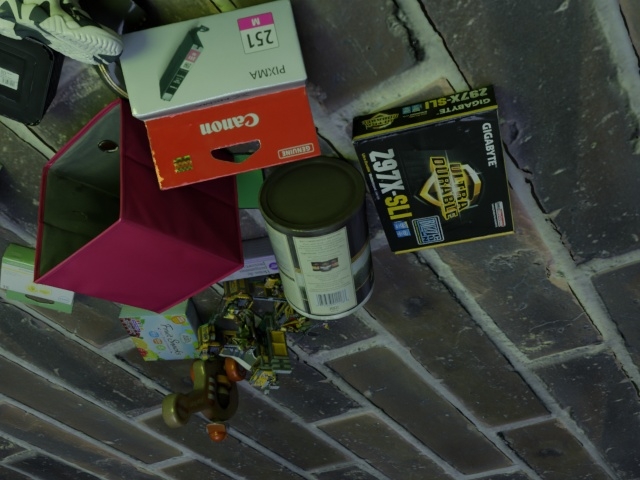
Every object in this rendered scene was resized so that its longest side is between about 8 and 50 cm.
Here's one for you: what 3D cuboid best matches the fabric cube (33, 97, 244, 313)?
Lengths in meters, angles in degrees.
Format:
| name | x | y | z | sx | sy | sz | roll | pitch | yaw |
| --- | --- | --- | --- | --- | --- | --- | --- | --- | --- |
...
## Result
| name | x | y | z | sx | sy | sz | roll | pitch | yaw |
| --- | --- | --- | --- | --- | --- | --- | --- | --- | --- |
| fabric cube | -0.324 | -0.048 | 1.110 | 0.254 | 0.258 | 0.258 | -30 | 145 | 31 |

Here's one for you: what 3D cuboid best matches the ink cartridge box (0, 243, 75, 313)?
| name | x | y | z | sx | sy | sz | roll | pitch | yaw |
| --- | --- | --- | --- | --- | --- | --- | --- | --- | --- |
| ink cartridge box | -0.692 | 0.117 | 1.513 | 0.171 | 0.056 | 0.235 | 17 | 134 | -16 |

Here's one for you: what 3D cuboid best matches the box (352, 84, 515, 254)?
| name | x | y | z | sx | sy | sz | roll | pitch | yaw |
| --- | --- | --- | --- | --- | --- | --- | --- | --- | --- |
| box | 0.224 | -0.120 | 1.179 | 0.257 | 0.079 | 0.321 | -9 | 136 | 16 |

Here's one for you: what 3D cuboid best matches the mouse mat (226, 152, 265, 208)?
| name | x | y | z | sx | sy | sz | roll | pitch | yaw |
| --- | --- | --- | --- | --- | --- | --- | --- | --- | --- |
| mouse mat | -0.206 | -0.119 | 1.258 | 0.190 | 0.007 | 0.152 | 1 | 138 | 4 |

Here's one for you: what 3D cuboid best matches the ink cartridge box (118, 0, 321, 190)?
| name | x | y | z | sx | sy | sz | roll | pitch | yaw |
| --- | --- | --- | --- | --- | --- | --- | --- | --- | --- |
| ink cartridge box | -0.154 | -0.223 | 0.958 | 0.276 | 0.060 | 0.238 | -13 | 92 | -1 |

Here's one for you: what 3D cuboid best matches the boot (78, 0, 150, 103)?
| name | x | y | z | sx | sy | sz | roll | pitch | yaw |
| --- | --- | --- | --- | --- | --- | --- | --- | --- | --- |
| boot | -0.307 | -0.317 | 1.002 | 0.137 | 0.076 | 0.198 | -25 | 132 | 21 |

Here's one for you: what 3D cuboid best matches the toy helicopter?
| name | x | y | z | sx | sy | sz | roll | pitch | yaw |
| --- | --- | --- | --- | --- | --- | --- | --- | --- | --- |
| toy helicopter | -0.307 | 0.434 | 1.615 | 0.140 | 0.234 | 0.355 | -13 | 174 | 16 |

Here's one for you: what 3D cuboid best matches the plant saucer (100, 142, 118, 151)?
| name | x | y | z | sx | sy | sz | roll | pitch | yaw |
| --- | --- | --- | --- | --- | --- | --- | --- | --- | --- |
| plant saucer | -0.408 | -0.169 | 1.210 | 0.084 | 0.013 | 0.083 | 1 | 138 | 1 |

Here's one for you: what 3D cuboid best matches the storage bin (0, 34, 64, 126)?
| name | x | y | z | sx | sy | sz | roll | pitch | yaw |
| --- | --- | --- | --- | --- | --- | --- | --- | --- | --- |
| storage bin | -0.506 | -0.295 | 1.026 | 0.122 | 0.084 | 0.180 | 21 | 134 | -18 |

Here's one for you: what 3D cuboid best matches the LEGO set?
| name | x | y | z | sx | sy | sz | roll | pitch | yaw |
| --- | --- | --- | --- | --- | --- | --- | --- | --- | --- |
| LEGO set | -0.159 | 0.244 | 1.485 | 0.255 | 0.192 | 0.331 | 14 | 135 | -31 |

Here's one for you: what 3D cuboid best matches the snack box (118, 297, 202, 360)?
| name | x | y | z | sx | sy | sz | roll | pitch | yaw |
| --- | --- | --- | --- | --- | --- | --- | --- | --- | --- |
| snack box | -0.403 | 0.231 | 1.606 | 0.175 | 0.070 | 0.207 | -3 | 139 | 5 |

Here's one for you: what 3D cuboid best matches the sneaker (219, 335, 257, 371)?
| name | x | y | z | sx | sy | sz | roll | pitch | yaw |
| --- | --- | --- | --- | --- | --- | --- | --- | --- | --- |
| sneaker | -0.216 | 0.285 | 1.665 | 0.086 | 0.064 | 0.192 | -34 | 127 | 24 |

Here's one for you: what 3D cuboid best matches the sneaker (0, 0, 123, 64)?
| name | x | y | z | sx | sy | sz | roll | pitch | yaw |
| --- | --- | --- | --- | --- | --- | --- | --- | --- | --- |
| sneaker | -0.374 | -0.358 | 0.895 | 0.235 | 0.152 | 0.094 | 18 | 170 | 17 |

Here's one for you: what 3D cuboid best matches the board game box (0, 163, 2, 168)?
| name | x | y | z | sx | sy | sz | roll | pitch | yaw |
| --- | --- | --- | --- | --- | --- | --- | --- | --- | --- |
| board game box | -0.832 | -0.114 | 1.237 | 0.304 | 0.097 | 0.224 | -27 | 131 | 31 |

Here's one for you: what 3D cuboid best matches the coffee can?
| name | x | y | z | sx | sy | sz | roll | pitch | yaw |
| --- | --- | --- | --- | --- | --- | --- | --- | --- | --- |
| coffee can | 0.000 | 0.000 | 1.231 | 0.202 | 0.201 | 0.275 | -3 | 138 | 7 |

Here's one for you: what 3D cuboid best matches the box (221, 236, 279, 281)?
| name | x | y | z | sx | sy | sz | roll | pitch | yaw |
| --- | --- | --- | --- | --- | --- | --- | --- | --- | --- |
| box | -0.234 | 0.054 | 1.405 | 0.324 | 0.067 | 0.063 | -10 | 137 | 13 |
